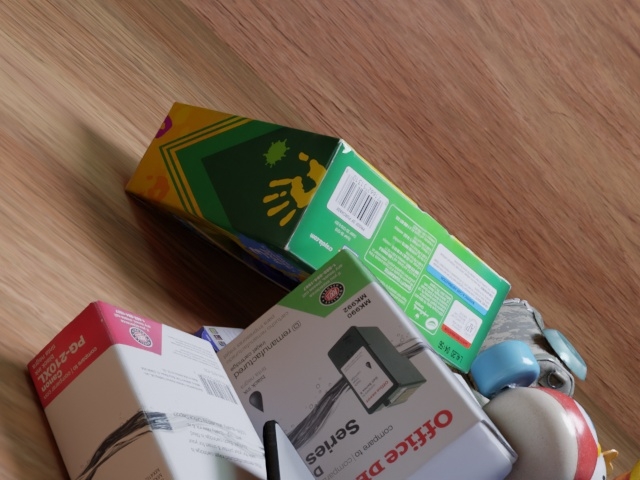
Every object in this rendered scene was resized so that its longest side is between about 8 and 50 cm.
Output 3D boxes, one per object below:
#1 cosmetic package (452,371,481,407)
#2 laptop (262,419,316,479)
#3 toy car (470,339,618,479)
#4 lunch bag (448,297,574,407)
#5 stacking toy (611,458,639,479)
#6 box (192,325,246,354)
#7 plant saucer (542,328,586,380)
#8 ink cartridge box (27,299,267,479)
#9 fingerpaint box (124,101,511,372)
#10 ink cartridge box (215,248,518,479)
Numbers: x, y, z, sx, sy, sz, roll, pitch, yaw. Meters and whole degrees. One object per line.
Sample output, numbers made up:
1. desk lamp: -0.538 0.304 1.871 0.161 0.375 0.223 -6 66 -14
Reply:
1. cosmetic package: 0.179 0.343 1.295 0.217 0.156 0.385 32 19 -47
2. laptop: 0.153 0.361 0.753 0.382 0.236 0.408 -102 166 -57
3. toy car: 0.269 0.255 1.104 0.238 0.210 0.219 8 47 -38
4. lunch bag: 0.353 0.266 1.873 0.212 0.256 0.305 45 13 -14
5. stacking toy: 0.564 0.418 1.457 0.350 0.480 0.350 16 27 -8
6. box: -0.111 0.149 1.217 0.081 0.028 0.136 53 16 21
7. plant saucer: 0.457 0.206 1.773 0.119 0.021 0.119 46 13 -14
8. ink cartridge box: -0.134 0.188 0.849 0.172 0.100 0.237 31 21 -53
9. fingerpaint box: 0.000 0.000 1.400 0.371 0.163 0.445 20 -12 45
10. ink cartridge box: 0.042 0.181 1.050 0.289 0.211 0.121 51 2 43
